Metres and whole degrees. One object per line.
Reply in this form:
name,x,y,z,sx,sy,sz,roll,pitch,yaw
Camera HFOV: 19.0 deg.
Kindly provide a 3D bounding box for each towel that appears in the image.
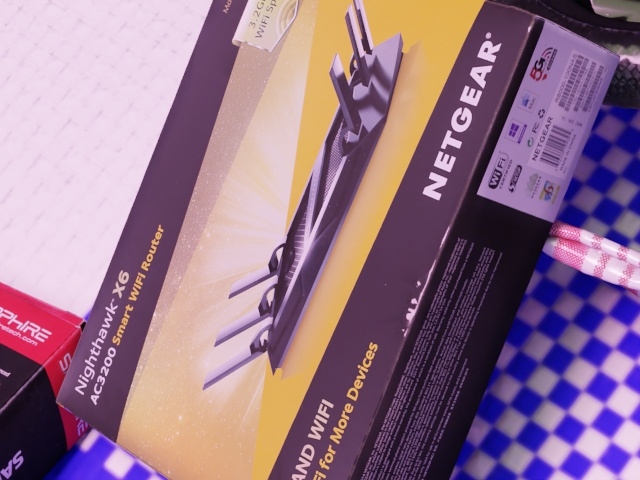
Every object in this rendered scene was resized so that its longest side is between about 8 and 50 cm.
towel,0.214,0.040,1.037,0.197,0.144,0.029,25,92,26

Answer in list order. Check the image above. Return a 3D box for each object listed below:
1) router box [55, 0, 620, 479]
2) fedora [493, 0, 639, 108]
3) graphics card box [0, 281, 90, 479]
router box,0.000,0.000,1.061,0.243,0.081,0.309,25,95,45
fedora,0.220,-0.205,1.143,0.334,0.152,0.334,-7,66,15
graphics card box,-0.328,0.152,1.111,0.232,0.094,0.371,22,51,24
